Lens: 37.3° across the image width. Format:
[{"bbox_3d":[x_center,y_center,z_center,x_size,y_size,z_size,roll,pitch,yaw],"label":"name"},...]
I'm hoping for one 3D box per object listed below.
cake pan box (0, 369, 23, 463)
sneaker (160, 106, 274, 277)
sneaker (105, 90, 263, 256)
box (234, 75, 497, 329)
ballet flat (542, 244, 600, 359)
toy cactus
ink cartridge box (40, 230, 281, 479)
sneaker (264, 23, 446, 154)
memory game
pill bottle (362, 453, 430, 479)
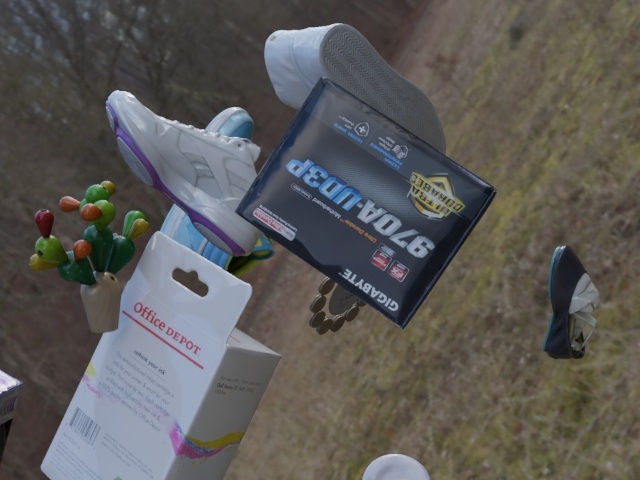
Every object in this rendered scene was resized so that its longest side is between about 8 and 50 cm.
[{"bbox_3d":[-0.635,0.295,1.588,0.070,0.267,0.246,-26,-40,-64],"label":"cake pan box"},{"bbox_3d":[-0.144,-0.073,1.711,0.127,0.208,0.319,27,-96,-62],"label":"sneaker"},{"bbox_3d":[-0.183,-0.120,1.405,0.152,0.305,0.114,-48,8,-16],"label":"sneaker"},{"bbox_3d":[0.047,-0.041,0.998,0.175,0.220,0.051,-56,-8,9],"label":"box"},{"bbox_3d":[0.354,0.093,1.320,0.074,0.074,0.203,-61,-26,-45],"label":"ballet flat"},{"bbox_3d":[-0.282,0.023,1.159,0.219,0.112,0.180,-45,-47,-77],"label":"toy cactus"},{"bbox_3d":[-0.191,0.189,1.214,0.119,0.207,0.353,22,-85,-53],"label":"ink cartridge box"},{"bbox_3d":[0.046,-0.192,1.320,0.169,0.292,0.108,16,66,51],"label":"sneaker"},{"bbox_3d":[0.045,0.094,1.736,0.186,0.012,0.186,-34,-36,-29],"label":"memory game"},{"bbox_3d":[0.131,0.490,1.709,0.221,0.124,0.124,90,-158,-48],"label":"pill bottle"}]
